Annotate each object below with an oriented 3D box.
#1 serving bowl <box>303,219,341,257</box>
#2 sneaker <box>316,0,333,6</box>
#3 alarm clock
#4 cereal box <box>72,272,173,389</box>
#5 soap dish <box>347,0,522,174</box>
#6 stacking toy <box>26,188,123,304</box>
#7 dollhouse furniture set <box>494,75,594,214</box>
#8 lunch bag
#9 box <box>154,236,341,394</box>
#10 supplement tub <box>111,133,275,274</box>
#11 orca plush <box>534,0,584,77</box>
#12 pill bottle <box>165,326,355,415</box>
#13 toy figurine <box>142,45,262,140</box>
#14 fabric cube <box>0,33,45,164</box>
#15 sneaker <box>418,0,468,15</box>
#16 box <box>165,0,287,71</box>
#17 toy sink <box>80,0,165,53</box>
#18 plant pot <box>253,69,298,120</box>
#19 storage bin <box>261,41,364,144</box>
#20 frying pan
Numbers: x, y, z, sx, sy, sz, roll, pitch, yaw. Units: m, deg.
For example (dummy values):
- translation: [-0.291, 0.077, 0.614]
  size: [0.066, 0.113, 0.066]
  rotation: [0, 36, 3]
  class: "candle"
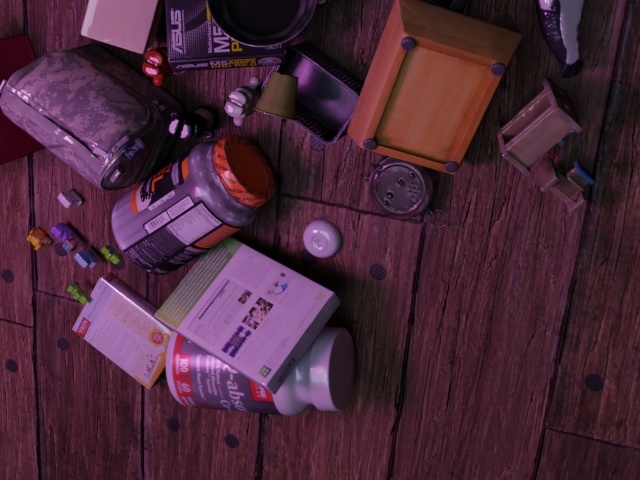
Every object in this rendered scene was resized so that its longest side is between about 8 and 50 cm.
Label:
- translation: [0.000, 0.000, 1.920]
  size: [0.083, 0.027, 0.083]
  rotation: [7, 112, 19]
  class: "serving bowl"
- translation: [0.050, -0.499, 1.693]
  size: [0.234, 0.078, 0.106]
  rotation: [-12, 106, 26]
  class: "sneaker"
- translation: [0.174, -0.094, 1.803]
  size: [0.192, 0.064, 0.129]
  rotation: [41, 118, 0]
  class: "alarm clock"
- translation: [-0.444, 0.210, 2.155]
  size: [0.240, 0.047, 0.173]
  rotation: [38, 116, 6]
  class: "cereal box"
- translation: [0.195, -0.262, 1.642]
  size: [0.229, 0.118, 0.291]
  rotation: [16, 128, -6]
  class: "soap dish"
- translation: [-0.558, 0.013, 2.115]
  size: [0.221, 0.052, 0.167]
  rotation: [49, 119, 8]
  class: "stacking toy"
- translation: [0.426, -0.171, 1.658]
  size: [0.184, 0.129, 0.129]
  rotation: [35, 120, -21]
  class: "dollhouse furniture set"
- translation: [-0.464, -0.242, 1.879]
  size: [0.305, 0.256, 0.212]
  rotation: [36, 118, 7]
  class: "lunch bag"
- translation: [-0.151, 0.139, 1.882]
  size: [0.322, 0.232, 0.058]
  rotation: [28, 161, 30]
  class: "box"
- translation: [-0.259, -0.076, 1.900]
  size: [0.316, 0.193, 0.193]
  rotation: [-30, 96, 26]
  class: "supplement tub"
- translation: [0.411, -0.430, 1.595]
  size: [0.151, 0.102, 0.287]
  rotation: [-26, 115, -18]
  class: "orca plush"
- translation: [-0.124, 0.259, 1.958]
  size: [0.363, 0.210, 0.210]
  rotation: [1, 109, 21]
  class: "pill bottle"
- translation: [-0.221, -0.316, 1.834]
  size: [0.210, 0.148, 0.213]
  rotation: [-20, 98, 20]
  class: "toy figurine"
- translation: [-0.760, -0.276, 1.986]
  size: [0.254, 0.258, 0.259]
  rotation: [-11, 104, 25]
  class: "fabric cube"
- translation: [0.216, -0.463, 1.618]
  size: [0.126, 0.127, 0.321]
  rotation: [30, 118, 7]
  class: "sneaker"
- translation: [-0.176, -0.452, 1.707]
  size: [0.216, 0.060, 0.270]
  rotation: [-3, 81, -2]
  class: "box"
- translation: [-0.375, -0.459, 1.810]
  size: [0.131, 0.234, 0.152]
  rotation: [16, 101, -12]
  class: "toy sink"
- translation: [-0.075, -0.274, 1.734]
  size: [0.083, 0.083, 0.079]
  rotation: [20, 103, 13]
  class: "plant pot"
- translation: [-0.007, -0.286, 1.789]
  size: [0.180, 0.084, 0.122]
  rotation: [37, 117, 5]
  class: "storage bin"
- translation: [-0.046, -0.464, 1.652]
  size: [0.326, 0.053, 0.197]
  rotation: [-27, 82, -4]
  class: "frying pan"
